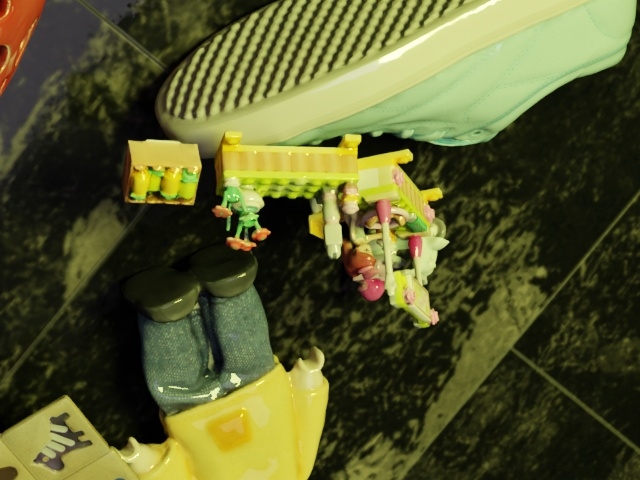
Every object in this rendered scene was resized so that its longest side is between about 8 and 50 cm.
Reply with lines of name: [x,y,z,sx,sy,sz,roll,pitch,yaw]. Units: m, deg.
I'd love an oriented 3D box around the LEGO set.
LEGO set: [0.000,0.000,1.005,0.287,0.132,0.107,17,62,-46]

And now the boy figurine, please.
boy figurine: [-0.072,0.150,1.113,0.177,0.092,0.285,-19,111,-16]

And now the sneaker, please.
sneaker: [0.069,-0.112,1.048,0.366,0.135,0.150,-20,127,-4]

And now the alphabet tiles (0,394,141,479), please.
alphabet tiles: [-0.283,0.261,1.084,0.343,0.011,0.285,-31,117,5]

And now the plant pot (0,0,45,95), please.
plant pot: [-0.248,-0.177,0.878,0.191,0.191,0.174,36,87,-27]
